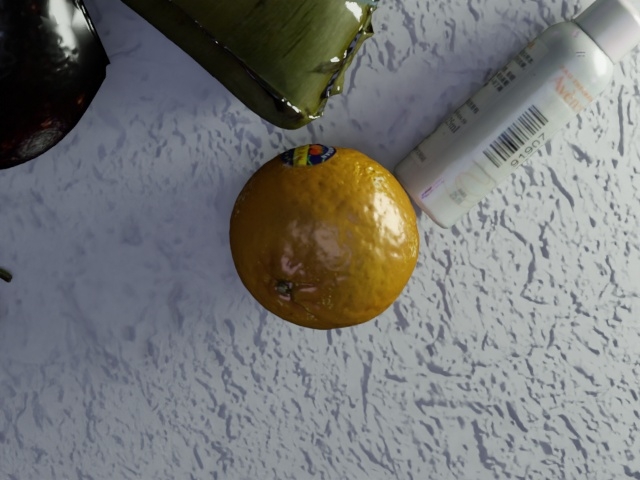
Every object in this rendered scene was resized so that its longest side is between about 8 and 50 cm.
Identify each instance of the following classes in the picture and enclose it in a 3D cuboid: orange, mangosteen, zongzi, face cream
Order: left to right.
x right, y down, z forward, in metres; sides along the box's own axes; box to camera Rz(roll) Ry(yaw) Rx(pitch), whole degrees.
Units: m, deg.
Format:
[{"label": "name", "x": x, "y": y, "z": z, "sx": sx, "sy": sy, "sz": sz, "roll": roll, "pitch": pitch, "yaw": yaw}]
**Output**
[{"label": "mangosteen", "x": -0.315, "y": -0.188, "z": 1.375, "sx": 0.233, "sy": 0.287, "sz": 0.287, "roll": -17, "pitch": 104, "yaw": -2}, {"label": "zongzi", "x": -0.030, "y": -0.320, "z": 1.395, "sx": 0.323, "sy": 0.160, "sz": 0.360, "roll": 39, "pitch": 101, "yaw": -27}, {"label": "orange", "x": 0.002, "y": -0.002, "z": 1.493, "sx": 0.178, "sy": 0.155, "sz": 0.177, "roll": 1, "pitch": 115, "yaw": 3}, {"label": "face cream", "x": 0.190, "y": -0.126, "z": 1.506, "sx": 0.269, "sy": 0.082, "sz": 0.082, "roll": -42, "pitch": 102, "yaw": 10}]

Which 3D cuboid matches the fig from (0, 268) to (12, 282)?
[{"label": "fig", "x": -0.352, "y": 0.059, "z": 1.554, "sx": 0.084, "sy": 0.082, "sz": 0.098, "roll": 19, "pitch": 64, "yaw": 8}]
